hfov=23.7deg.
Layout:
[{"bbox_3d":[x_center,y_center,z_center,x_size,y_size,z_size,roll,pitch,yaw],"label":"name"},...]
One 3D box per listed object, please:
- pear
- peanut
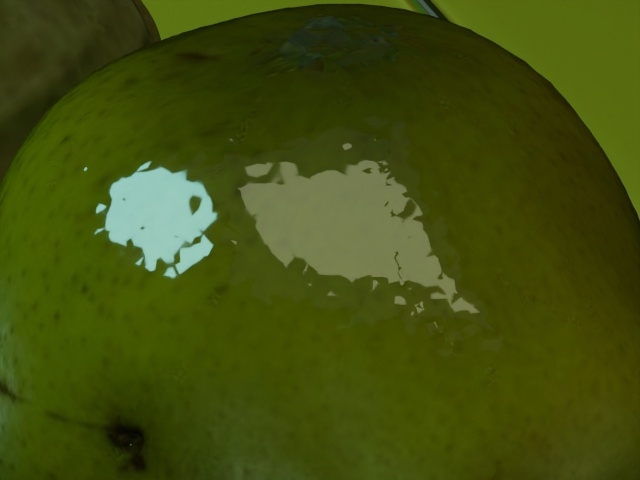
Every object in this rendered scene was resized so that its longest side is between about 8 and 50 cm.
[{"bbox_3d":[0.000,0.000,0.720,0.340,0.191,0.386,-23,38,-31],"label":"pear"},{"bbox_3d":[-0.215,-0.067,0.849,0.158,0.174,0.340,27,43,14],"label":"peanut"}]
